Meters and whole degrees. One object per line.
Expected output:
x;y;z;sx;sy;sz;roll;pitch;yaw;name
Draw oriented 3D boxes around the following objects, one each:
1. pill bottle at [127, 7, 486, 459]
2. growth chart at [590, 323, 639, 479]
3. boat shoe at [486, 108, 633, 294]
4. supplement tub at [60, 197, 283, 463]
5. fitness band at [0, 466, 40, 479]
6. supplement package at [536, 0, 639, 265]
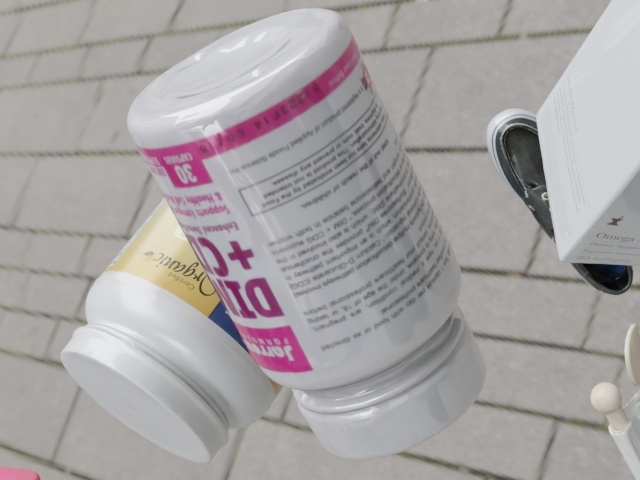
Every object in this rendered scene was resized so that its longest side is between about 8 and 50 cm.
0.000;0.000;0.973;0.160;0.283;0.160;-23;22;10;pill bottle
0.235;0.093;0.822;0.021;0.172;0.237;-16;13;41;growth chart
0.158;-0.024;0.908;0.049;0.142;0.040;-37;16;7;boat shoe
-0.107;0.057;1.524;0.228;0.228;0.316;4;52;53;supplement tub
-0.339;0.199;1.034;0.291;0.209;0.054;-3;86;31;fitness band
0.200;-0.070;0.750;0.179;0.105;0.105;116;155;-56;supplement package
